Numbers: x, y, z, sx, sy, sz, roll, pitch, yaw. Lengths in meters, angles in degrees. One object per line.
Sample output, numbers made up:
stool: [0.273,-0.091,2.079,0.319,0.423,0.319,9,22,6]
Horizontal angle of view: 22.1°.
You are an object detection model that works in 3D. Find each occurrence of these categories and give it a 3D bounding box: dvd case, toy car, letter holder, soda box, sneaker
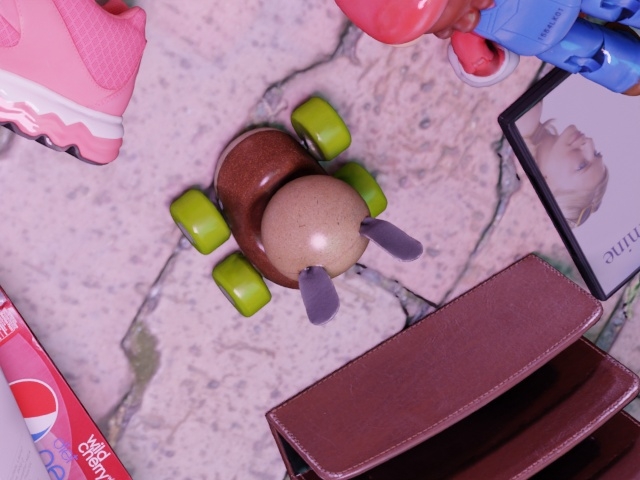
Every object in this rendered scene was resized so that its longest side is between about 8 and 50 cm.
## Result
dvd case: [0.282,-0.080,1.531,0.180,0.022,0.253,-41,128,-8]
toy car: [0.000,0.000,1.290,0.155,0.188,0.149,-38,128,-9]
letter holder: [0.144,0.182,1.456,0.302,0.214,0.152,-30,126,-15]
soda box: [-0.229,0.140,1.281,0.083,0.092,0.263,-34,126,-11]
sneaker: [-0.247,-0.164,1.123,0.314,0.116,0.136,25,89,-45]

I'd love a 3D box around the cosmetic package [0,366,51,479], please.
cosmetic package: [-0.329,0.149,1.121,0.217,0.156,0.385,-4,126,11]

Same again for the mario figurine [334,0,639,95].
mario figurine: [0.139,-0.225,1.307,0.320,0.170,0.198,12,94,-27]

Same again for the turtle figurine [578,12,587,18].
turtle figurine: [0.317,-0.296,1.400,0.269,0.087,0.217,-25,124,-19]
